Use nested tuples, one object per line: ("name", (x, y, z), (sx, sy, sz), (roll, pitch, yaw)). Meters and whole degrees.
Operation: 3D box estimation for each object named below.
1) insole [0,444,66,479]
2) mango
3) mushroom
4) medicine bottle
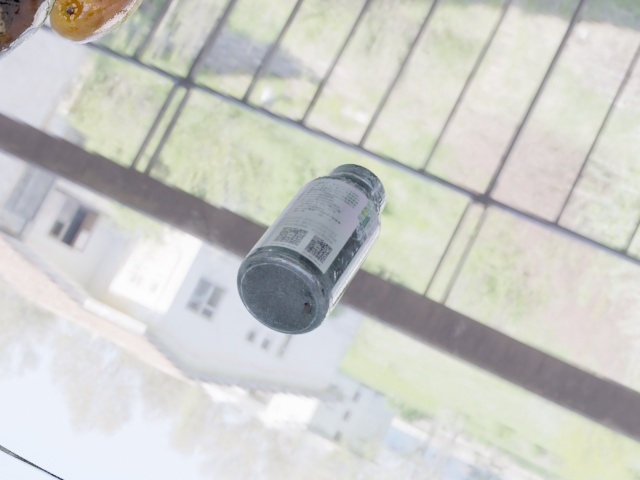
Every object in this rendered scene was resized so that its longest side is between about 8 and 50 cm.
("insole", (-0.401, 0.406, 1.889), (0.309, 0.012, 0.110), (25, 161, 2))
("mango", (-0.412, -0.442, 2.166), (0.102, 0.217, 0.141), (34, 132, 13))
("mushroom", (-0.565, -0.396, 1.813), (0.254, 0.267, 0.267), (23, 171, 30))
("medicine bottle", (0.000, 0.000, 1.655), (0.141, 0.293, 0.141), (14, 128, 18))
